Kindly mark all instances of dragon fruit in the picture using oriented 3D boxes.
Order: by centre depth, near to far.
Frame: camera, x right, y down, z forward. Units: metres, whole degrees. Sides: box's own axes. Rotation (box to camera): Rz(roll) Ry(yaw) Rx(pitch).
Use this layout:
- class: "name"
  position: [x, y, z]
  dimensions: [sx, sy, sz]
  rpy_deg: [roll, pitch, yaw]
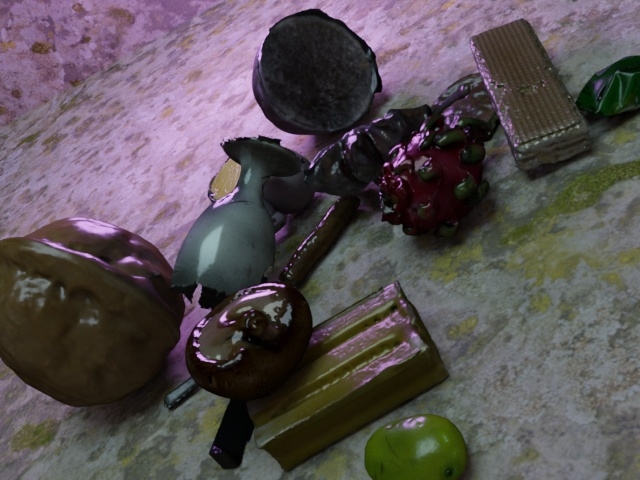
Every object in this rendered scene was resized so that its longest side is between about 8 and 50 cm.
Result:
- class: "dragon fruit"
  position: [0.209, -0.127, 1.686]
  dimensions: [0.198, 0.218, 0.272]
  rpy_deg: [12, 39, 3]

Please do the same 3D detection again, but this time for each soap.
- class: "soap"
  position: [0.033, 0.217, 1.491]
  dimensions: [0.315, 0.091, 0.199]
  rpy_deg: [-33, 31, 6]

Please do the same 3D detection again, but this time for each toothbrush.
- class: "toothbrush"
  position: [-0.176, 0.221, 1.741]
  dimensions: [0.297, 0.030, 0.030]
  rpy_deg: [-38, 39, -1]

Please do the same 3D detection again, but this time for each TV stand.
- class: "TV stand"
  position: [-0.128, 0.274, 1.607]
  dimensions: [0.040, 0.049, 0.256]
  rpy_deg: [-12, 39, 31]

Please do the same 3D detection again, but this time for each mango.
- class: "mango"
  position: [0.132, 0.306, 1.294]
  dimensions: [0.163, 0.089, 0.117]
  rpy_deg: [-26, 40, 38]

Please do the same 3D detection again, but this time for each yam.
- class: "yam"
  position: [0.000, 0.000, 1.841]
  dimensions: [0.057, 0.056, 0.241]
  rpy_deg: [7, 50, 48]

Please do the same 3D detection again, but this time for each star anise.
- class: "star anise"
  position: [0.112, -0.171, 1.826]
  dimensions: [0.316, 0.139, 0.359]
  rpy_deg: [-37, 4, -30]

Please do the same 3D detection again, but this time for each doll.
- class: "doll"
  position: [-0.121, -0.060, 1.963]
  dimensions: [0.151, 0.151, 0.287]
  rpy_deg: [11, 62, 50]

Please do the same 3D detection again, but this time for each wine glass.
- class: "wine glass"
  position: [-0.161, -0.023, 1.784]
  dimensions: [0.191, 0.190, 0.356]
  rpy_deg: [-3, 65, 42]

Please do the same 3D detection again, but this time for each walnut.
- class: "walnut"
  position: [-0.457, 0.139, 1.796]
  dimensions: [0.384, 0.383, 0.383]
  rpy_deg: [-25, 34, 18]

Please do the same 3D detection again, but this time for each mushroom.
- class: "mushroom"
  position: [-0.112, 0.169, 1.499]
  dimensions: [0.231, 0.138, 0.194]
  rpy_deg: [-44, 18, -32]

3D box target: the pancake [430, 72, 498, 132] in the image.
- class: "pancake"
  position: [0.301, -0.273, 1.915]
  dimensions: [0.236, 0.042, 0.222]
  rpy_deg: [-40, 34, -5]

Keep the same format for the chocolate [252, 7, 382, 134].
- class: "chocolate"
  position: [-0.036, -0.364, 2.177]
  dimensions: [0.303, 0.303, 0.213]
  rpy_deg: [-50, 8, -22]

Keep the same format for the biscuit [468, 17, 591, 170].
- class: "biscuit"
  position: [0.391, -0.288, 1.778]
  dimensions: [0.144, 0.078, 0.426]
  rpy_deg: [-19, 38, 9]

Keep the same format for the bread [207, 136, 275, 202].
- class: "bread"
  position: [-0.176, -0.165, 2.236]
  dimensions: [0.229, 0.033, 0.228]
  rpy_deg: [-26, 32, 18]

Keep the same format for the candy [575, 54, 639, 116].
- class: "candy"
  position: [0.559, -0.285, 1.656]
  dimensions: [0.203, 0.078, 0.141]
  rpy_deg: [-24, 34, 10]
